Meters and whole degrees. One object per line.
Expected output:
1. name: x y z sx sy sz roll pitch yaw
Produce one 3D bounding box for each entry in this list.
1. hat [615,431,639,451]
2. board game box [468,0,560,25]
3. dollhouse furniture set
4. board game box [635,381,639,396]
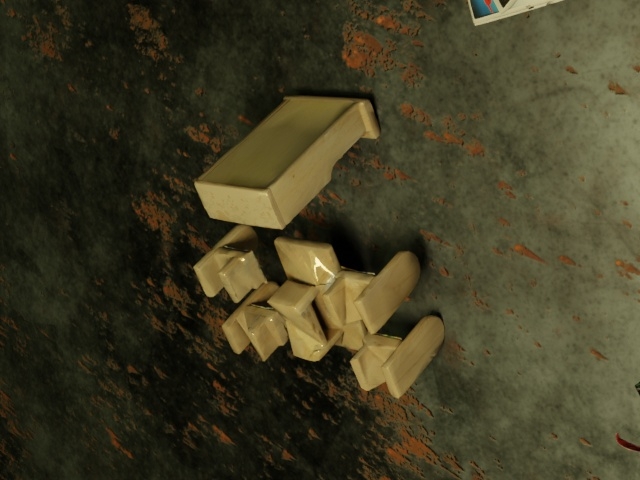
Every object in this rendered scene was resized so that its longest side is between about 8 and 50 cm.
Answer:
1. hat: 0.451 0.302 1.468 0.183 0.173 0.208 10 150 22
2. board game box: 0.251 -0.454 1.489 0.193 0.053 0.305 -8 101 43
3. dollhouse furniture set: 0.000 0.000 1.839 0.362 0.256 0.394 9 134 41
4. board game box: 0.553 0.213 1.501 0.260 0.030 0.136 -28 85 45
